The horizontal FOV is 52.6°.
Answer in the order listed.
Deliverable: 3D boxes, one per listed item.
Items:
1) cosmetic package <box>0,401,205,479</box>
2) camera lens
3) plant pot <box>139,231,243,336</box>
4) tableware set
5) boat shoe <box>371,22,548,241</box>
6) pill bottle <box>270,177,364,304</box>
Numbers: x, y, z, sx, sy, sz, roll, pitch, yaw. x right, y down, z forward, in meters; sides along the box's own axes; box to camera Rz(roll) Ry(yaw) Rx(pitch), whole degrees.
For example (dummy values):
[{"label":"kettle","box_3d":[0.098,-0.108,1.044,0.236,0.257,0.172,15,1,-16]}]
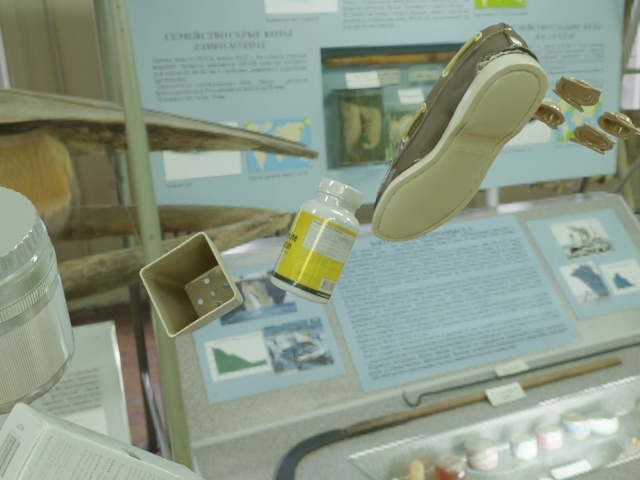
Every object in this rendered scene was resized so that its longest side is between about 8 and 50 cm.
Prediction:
[{"label":"cosmetic package","box_3d":[-0.233,0.265,0.713,0.231,0.086,0.117,35,-20,-33]},{"label":"camera lens","box_3d":[-0.468,0.089,0.890,0.219,0.274,0.219,3,37,-3]},{"label":"plant pot","box_3d":[-0.171,0.070,0.922,0.109,0.109,0.096,-31,-18,4]},{"label":"tableware set","box_3d":[0.387,-0.179,0.953,0.141,0.020,0.169,33,-7,2]},{"label":"boat shoe","box_3d":[0.158,-0.124,0.831,0.116,0.324,0.097,8,49,-23]},{"label":"pill bottle","box_3d":[0.000,0.000,1.019,0.103,0.184,0.103,23,-1,0]}]
